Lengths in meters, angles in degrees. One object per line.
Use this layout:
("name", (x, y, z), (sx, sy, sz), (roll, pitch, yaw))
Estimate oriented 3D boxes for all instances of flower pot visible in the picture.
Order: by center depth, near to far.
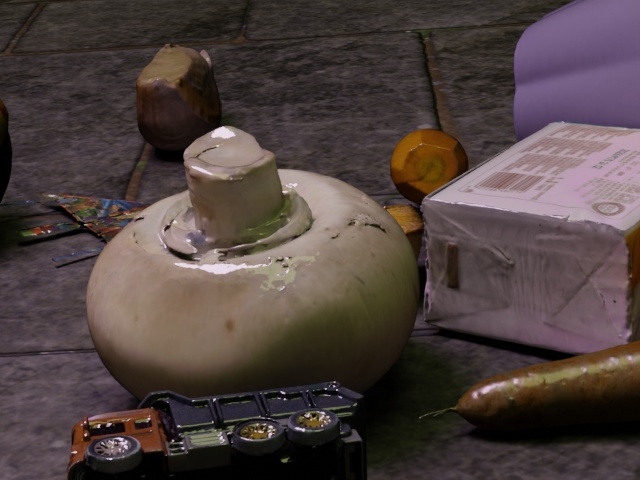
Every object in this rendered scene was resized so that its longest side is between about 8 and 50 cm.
("flower pot", (0.318, -0.137, 1.494), (0.243, 0.265, 0.265), (-2, 18, 34))

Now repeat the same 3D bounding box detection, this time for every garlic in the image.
("garlic", (-0.153, -0.153, 1.796), (0.086, 0.101, 0.195), (-5, 19, 9))

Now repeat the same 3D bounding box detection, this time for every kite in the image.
("kite", (-0.218, -0.017, 1.584), (0.160, 0.010, 0.183), (-12, 25, -29))

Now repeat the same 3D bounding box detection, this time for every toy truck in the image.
("toy truck", (-0.063, 0.144, 1.033), (0.192, 0.083, 0.092), (-6, 21, -10))

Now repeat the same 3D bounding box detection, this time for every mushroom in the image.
("mushroom", (-0.053, 0.023, 1.190), (0.246, 0.202, 0.246), (-11, 27, 6))

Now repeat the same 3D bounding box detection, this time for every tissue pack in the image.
("tissue pack", (0.216, -0.005, 1.313), (0.185, 0.124, 0.225), (12, 26, 34))

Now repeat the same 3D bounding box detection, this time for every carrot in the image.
("carrot", (0.215, 0.099, 1.131), (0.298, 0.078, 0.078), (-7, 21, 4))
("carrot", (0.098, -0.061, 1.463), (0.066, 0.066, 0.314), (-2, 0, 4))

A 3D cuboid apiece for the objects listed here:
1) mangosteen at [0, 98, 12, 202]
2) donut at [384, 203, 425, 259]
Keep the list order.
("mangosteen", (-0.380, -0.085, 1.523), (0.209, 0.210, 0.210), (-3, 21, 1))
("donut", (-0.002, 0.003, 1.390), (0.181, 0.078, 0.146), (9, 17, 16))
